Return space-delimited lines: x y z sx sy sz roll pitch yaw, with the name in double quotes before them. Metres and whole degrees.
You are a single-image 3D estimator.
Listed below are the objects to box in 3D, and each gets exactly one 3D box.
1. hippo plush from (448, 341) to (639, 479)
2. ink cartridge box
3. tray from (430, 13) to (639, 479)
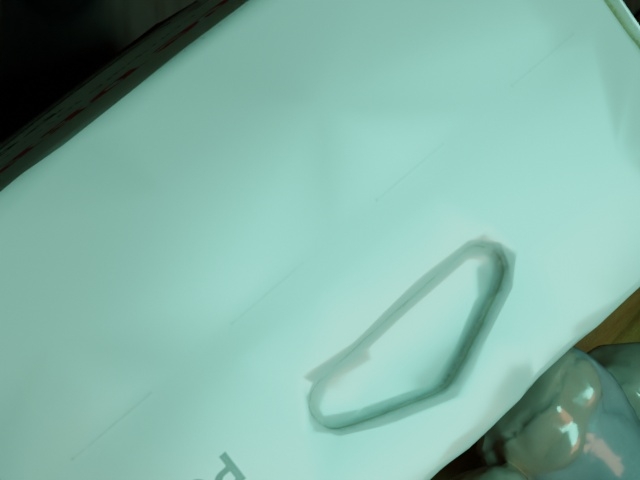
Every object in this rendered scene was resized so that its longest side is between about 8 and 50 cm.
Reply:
"hippo plush" 0.189 0.209 0.793 0.234 0.236 0.294 -24 122 -42
"ink cartridge box" -0.047 0.007 0.485 0.207 0.283 0.117 -40 102 -20
"tray" 0.126 0.054 0.902 0.411 0.076 0.203 -44 133 -30
